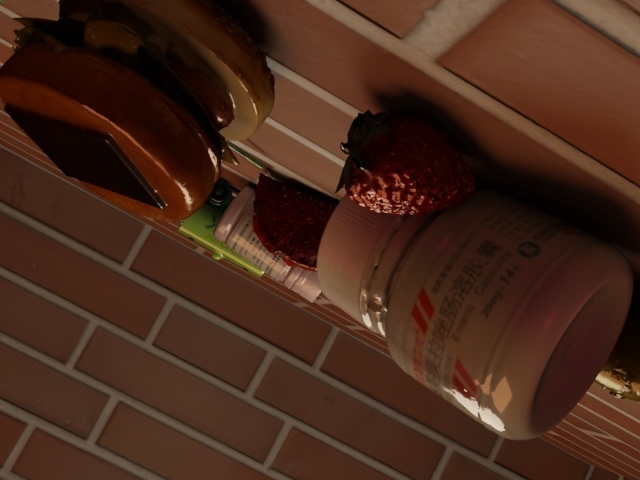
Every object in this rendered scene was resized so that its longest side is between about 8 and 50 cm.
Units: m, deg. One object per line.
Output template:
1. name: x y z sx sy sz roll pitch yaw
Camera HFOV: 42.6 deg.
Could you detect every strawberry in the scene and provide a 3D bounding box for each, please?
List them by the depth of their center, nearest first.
1. strawberry: 0.093 -0.081 0.916 0.148 0.131 0.131 33 168 -35

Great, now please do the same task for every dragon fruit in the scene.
1. dragon fruit: 0.000 0.000 1.520 0.262 0.134 0.211 23 178 17

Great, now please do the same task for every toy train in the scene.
1. toy train: -0.192 -0.026 1.788 0.253 0.157 0.105 31 168 -11

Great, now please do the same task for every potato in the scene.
1. potato: 0.411 0.132 1.060 0.251 0.149 0.113 26 161 38

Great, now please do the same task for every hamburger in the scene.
1. hamburger: -0.199 -0.171 0.925 0.291 0.225 0.291 25 161 9

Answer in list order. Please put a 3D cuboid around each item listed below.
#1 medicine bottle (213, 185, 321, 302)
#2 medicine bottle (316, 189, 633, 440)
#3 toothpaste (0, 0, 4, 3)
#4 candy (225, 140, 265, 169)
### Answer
1. medicine bottle: -0.083 0.007 1.677 0.250 0.133 0.133 33 170 0
2. medicine bottle: 0.178 0.059 1.003 0.325 0.256 0.256 33 174 34
3. toothpaste: -0.496 -0.383 1.219 0.020 0.017 0.083 25 169 12
4. candy: -0.186 -0.178 1.294 0.288 0.078 0.084 32 -161 -40
